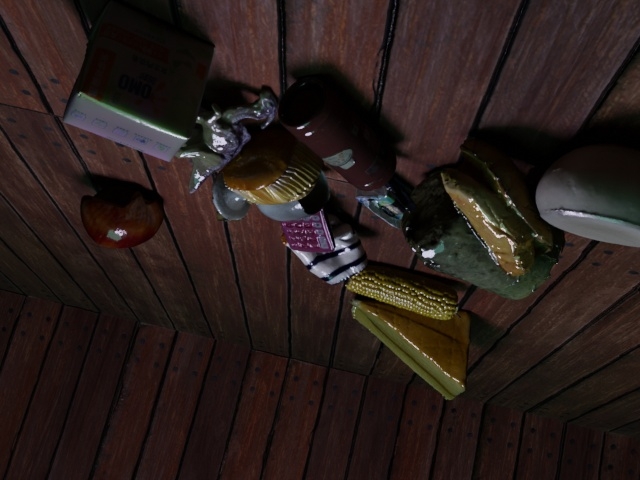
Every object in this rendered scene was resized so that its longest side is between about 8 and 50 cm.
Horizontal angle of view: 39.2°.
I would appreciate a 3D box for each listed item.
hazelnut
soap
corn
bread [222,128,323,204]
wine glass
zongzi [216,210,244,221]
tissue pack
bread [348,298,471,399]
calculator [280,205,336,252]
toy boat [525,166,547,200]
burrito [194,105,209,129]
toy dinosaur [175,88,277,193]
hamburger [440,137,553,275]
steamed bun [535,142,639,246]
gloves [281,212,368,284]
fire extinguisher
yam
[{"bbox_3d":[-0.489,-0.063,2.238,0.201,0.161,0.170,-19,-161,-37],"label":"hazelnut"},{"bbox_3d":[-0.295,-0.254,1.464,0.199,0.182,0.138,21,160,-23],"label":"soap"},{"bbox_3d":[0.221,0.128,2.332,0.310,0.101,0.101,18,162,5],"label":"corn"},{"bbox_3d":[-0.100,-0.142,1.729,0.190,0.132,0.114,-7,151,41],"label":"bread"},{"bbox_3d":[-0.104,-0.101,1.867,0.241,0.126,0.126,-1,156,42],"label":"wine glass"},{"bbox_3d":[-0.200,-0.065,2.178,0.083,0.040,0.076,13,159,-37],"label":"zongzi"},{"bbox_3d":[0.136,-0.077,1.826,0.085,0.079,0.111,-2,156,41],"label":"tissue pack"},{"bbox_3d":[0.242,0.304,2.618,0.361,0.245,0.233,10,162,2],"label":"bread"},{"bbox_3d":[-0.040,-0.057,1.969,0.126,0.034,0.191,1,125,32],"label":"calculator"},{"bbox_3d":[0.433,-0.074,1.659,0.072,0.064,0.206,17,168,43],"label":"toy boat"},{"bbox_3d":[-0.257,-0.242,1.667,0.064,0.064,0.203,0,159,35],"label":"burrito"},{"bbox_3d":[-0.200,-0.185,1.637,0.162,0.077,0.294,14,150,-39],"label":"toy dinosaur"},{"bbox_3d":[0.323,-0.058,1.562,0.262,0.124,0.131,50,169,-19],"label":"hamburger"},{"bbox_3d":[0.474,-0.082,1.469,0.231,0.145,0.232,15,176,1],"label":"steamed bun"},{"bbox_3d":[0.010,-0.008,2.078,0.140,0.131,0.219,-21,105,40],"label":"gloves"},{"bbox_3d":[0.068,-0.150,1.592,0.344,0.102,0.138,36,-166,-47],"label":"fire extinguisher"},{"bbox_3d":[0.310,-0.008,1.735,0.300,0.195,0.195,22,160,-26],"label":"yam"}]
